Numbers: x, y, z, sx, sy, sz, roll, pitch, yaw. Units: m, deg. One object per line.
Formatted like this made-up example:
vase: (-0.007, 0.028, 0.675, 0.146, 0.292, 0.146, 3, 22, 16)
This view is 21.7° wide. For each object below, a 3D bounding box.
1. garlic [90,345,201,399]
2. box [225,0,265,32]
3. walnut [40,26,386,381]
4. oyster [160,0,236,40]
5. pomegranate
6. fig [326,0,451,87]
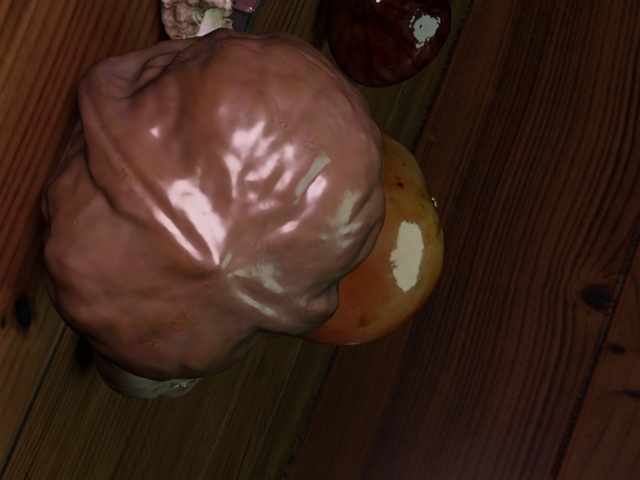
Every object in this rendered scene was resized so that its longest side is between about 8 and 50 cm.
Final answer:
garlic: (-0.139, 0.072, 1.466, 0.147, 0.102, 0.159, -49, 155, 5)
box: (-0.074, -0.208, 1.398, 0.063, 0.060, 0.084, 108, 5, -51)
walnut: (-0.077, -0.029, 1.174, 0.273, 0.273, 0.227, -55, 131, -64)
oyster: (-0.108, -0.153, 1.358, 0.106, 0.061, 0.200, -65, 179, -49)
pomegranate: (0.000, 0.000, 1.846, 0.252, 0.270, 0.229, -110, 179, -50)
fig: (0.084, -0.271, 1.982, 0.149, 0.148, 0.202, -31, 172, -18)
